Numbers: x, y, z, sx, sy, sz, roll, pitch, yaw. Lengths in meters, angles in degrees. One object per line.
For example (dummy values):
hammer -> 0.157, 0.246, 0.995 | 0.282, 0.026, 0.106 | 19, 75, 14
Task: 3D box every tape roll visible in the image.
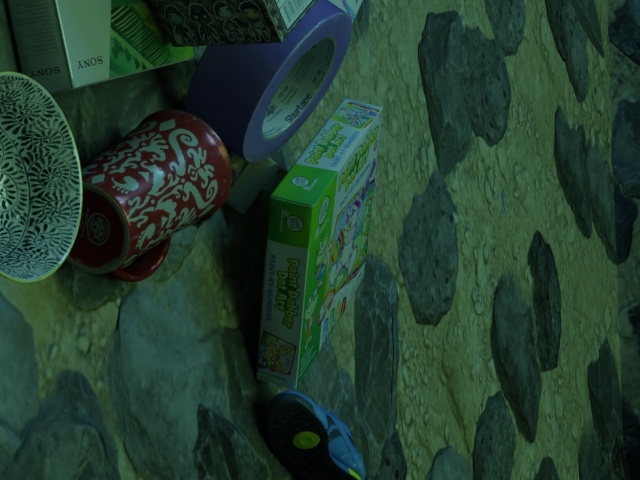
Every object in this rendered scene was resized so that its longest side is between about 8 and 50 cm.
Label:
tape roll -> -0.053, -0.181, 1.607 | 0.189, 0.080, 0.189 | -50, 167, -16

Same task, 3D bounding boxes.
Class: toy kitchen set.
toy kitchen set -> -0.083, -0.068, 1.708 | 0.083, 0.075, 0.068 | 34, 90, -19

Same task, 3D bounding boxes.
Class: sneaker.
sneaker -> -0.009, 0.223, 1.770 | 0.209, 0.069, 0.082 | 56, 21, -44

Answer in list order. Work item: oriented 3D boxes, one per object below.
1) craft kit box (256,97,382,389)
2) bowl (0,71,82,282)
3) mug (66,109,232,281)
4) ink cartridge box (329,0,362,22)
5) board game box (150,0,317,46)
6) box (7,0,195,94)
craft kit box -> 0.000, 0.000, 1.737 | 0.250, 0.061, 0.246 | -57, 154, -53
bowl -> -0.272, -0.048, 1.231 | 0.170, 0.080, 0.170 | -4, 90, -65
mug -> -0.166, -0.026, 1.424 | 0.169, 0.113, 0.150 | -42, 121, -56
ink cartridge box -> -0.012, -0.318, 1.841 | 0.231, 0.078, 0.134 | -69, 144, -44
board game box -> -0.087, -0.366, 1.430 | 0.232, 0.141, 0.291 | -54, 133, -38
box -> -0.221, -0.308, 1.419 | 0.232, 0.058, 0.322 | -30, 113, -62
